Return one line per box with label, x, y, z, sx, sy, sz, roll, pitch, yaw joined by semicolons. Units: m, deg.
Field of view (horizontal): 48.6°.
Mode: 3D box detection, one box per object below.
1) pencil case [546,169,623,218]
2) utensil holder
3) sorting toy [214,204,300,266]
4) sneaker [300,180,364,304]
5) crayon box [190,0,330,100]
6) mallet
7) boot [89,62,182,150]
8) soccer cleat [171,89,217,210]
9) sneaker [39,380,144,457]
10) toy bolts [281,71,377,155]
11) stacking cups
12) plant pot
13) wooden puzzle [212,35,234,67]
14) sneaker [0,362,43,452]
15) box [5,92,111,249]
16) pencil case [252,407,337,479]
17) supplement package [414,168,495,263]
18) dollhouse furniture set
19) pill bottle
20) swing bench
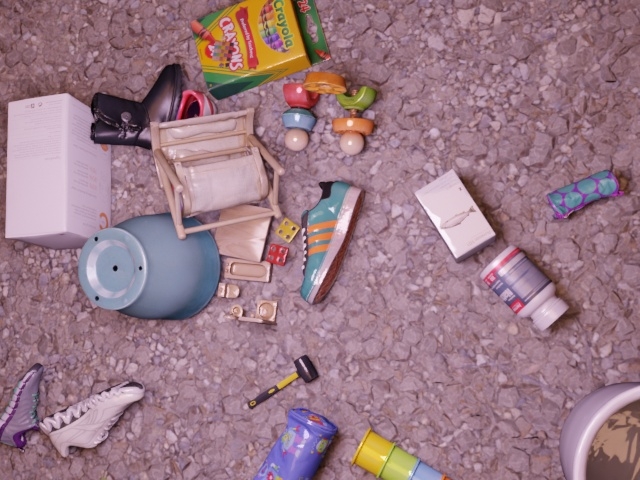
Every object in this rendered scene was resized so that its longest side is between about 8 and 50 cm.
pencil case;0.585;-0.101;1.577;0.152;0.064;0.070;-25;61;8
utensil holder;0.617;0.423;1.320;0.328;0.385;0.327;-2;81;12
sorting toy;-0.178;-0.018;1.743;0.275;0.046;0.132;11;84;19
sneaker;0.000;0.000;1.678;0.121;0.108;0.302;18;77;16
crayon box;-0.154;-0.508;1.803;0.319;0.081;0.202;-18;77;9
mallet;-0.088;0.350;1.677;0.190;0.039;0.062;-42;77;9
boot;-0.468;-0.349;1.795;0.207;0.094;0.246;10;88;-22
soccer cleat;-0.336;-0.220;1.779;0.109;0.116;0.318;8;83;14
sneaker;-0.542;0.434;1.735;0.292;0.110;0.118;-27;84;16
toy bolts;-0.006;-0.292;1.686;0.229;0.218;0.158;5;88;32
stacking cups;0.226;0.521;1.544;0.316;0.096;0.096;25;87;15
plant pot;-0.412;0.065;1.655;0.272;0.255;0.271;0;90;20
wooden puzzle;-0.244;-0.471;1.771;0.049;0.006;0.083;9;84;14
sneaker;-0.738;0.423;1.801;0.098;0.083;0.223;29;93;-5
box;-0.655;-0.164;1.793;0.168;0.215;0.345;-5;79;12
pencil case;-0.081;0.524;1.602;0.133;0.119;0.306;27;88;46
supplement package;0.306;-0.053;1.611;0.105;0.105;0.179;-32;76;5
dollhouse furniture set;-0.180;0.116;1.685;0.144;0.123;0.151;5;82;13
pill bottle;0.449;0.106;1.552;0.108;0.108;0.180;-44;74;3
swing bench;-0.244;-0.166;1.666;0.253;0.165;0.254;-12;49;-19
